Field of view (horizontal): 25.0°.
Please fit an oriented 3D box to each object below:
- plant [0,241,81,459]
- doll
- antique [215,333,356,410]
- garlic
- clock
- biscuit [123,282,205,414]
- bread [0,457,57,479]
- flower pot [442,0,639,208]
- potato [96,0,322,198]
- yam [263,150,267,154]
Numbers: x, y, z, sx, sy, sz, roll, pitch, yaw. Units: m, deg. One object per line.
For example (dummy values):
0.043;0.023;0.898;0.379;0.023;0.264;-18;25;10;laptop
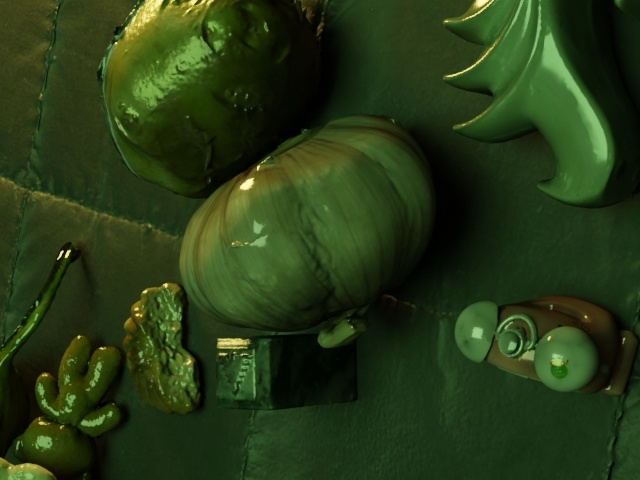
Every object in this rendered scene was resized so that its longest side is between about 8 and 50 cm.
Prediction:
-0.483;0.169;2.056;0.251;0.180;0.333;-90;19;-65;plant
-0.347;0.243;2.059;0.137;0.097;0.209;24;88;5;doll
-0.045;0.158;1.746;0.088;0.183;0.086;-4;87;39;antique
-0.008;-0.014;1.652;0.241;0.322;0.322;38;114;3;garlic
0.241;0.106;1.536;0.166;0.162;0.092;18;97;37;clock
-0.226;0.157;1.969;0.118;0.061;0.183;-26;73;36;biscuit
-0.413;0.402;2.041;0.182;0.039;0.251;16;133;6;bread
0.272;-0.238;1.524;0.254;0.164;0.367;31;106;30;flower pot
-0.124;-0.186;1.776;0.196;0.246;0.299;31;102;50;potato
-0.112;-0.123;1.916;0.107;0.014;0.014;8;93;37;yam
